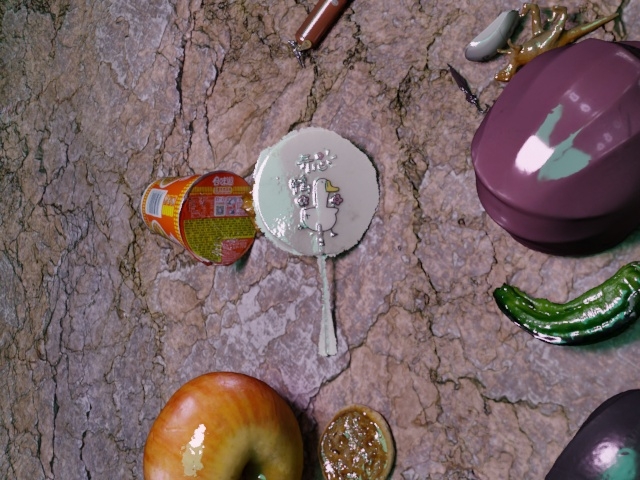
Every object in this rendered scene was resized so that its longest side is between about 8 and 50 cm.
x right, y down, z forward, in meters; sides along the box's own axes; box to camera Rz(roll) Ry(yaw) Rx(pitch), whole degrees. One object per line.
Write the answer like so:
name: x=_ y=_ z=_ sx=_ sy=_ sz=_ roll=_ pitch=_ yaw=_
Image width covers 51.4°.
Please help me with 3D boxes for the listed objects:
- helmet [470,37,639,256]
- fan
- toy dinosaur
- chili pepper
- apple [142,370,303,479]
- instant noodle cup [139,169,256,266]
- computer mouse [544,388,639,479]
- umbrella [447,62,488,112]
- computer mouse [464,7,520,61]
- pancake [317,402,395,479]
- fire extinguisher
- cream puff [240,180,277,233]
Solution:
helmet: x=0.342 y=-0.145 z=0.896 sx=0.338 sy=0.197 sz=0.271 roll=-53 pitch=53 yaw=18
fan: x=0.000 y=0.000 z=1.193 sx=0.233 sy=0.012 sz=0.415 roll=-8 pitch=88 yaw=9
toy dinosaur: x=0.354 y=-0.295 z=1.019 sx=0.162 sy=0.039 sz=0.126 roll=15 pitch=114 yaw=17
chili pepper: x=0.372 y=0.078 z=0.911 sx=0.278 sy=0.065 sz=0.122 roll=-25 pitch=71 yaw=36
apple: x=-0.164 y=0.368 z=1.145 sx=0.233 sy=0.286 sz=0.286 roll=4 pitch=84 yaw=53
instant noodle cup: x=-0.262 y=-0.055 z=1.364 sx=0.212 sy=0.193 sz=0.193 roll=12 pitch=89 yaw=47
computer mouse: x=0.371 y=0.316 z=0.856 sx=0.137 sy=0.086 sz=0.270 roll=34 pitch=103 yaw=37
umbrella: x=0.239 y=-0.253 z=1.107 sx=0.022 sy=0.013 sz=0.122 roll=-38 pitch=59 yaw=12
computer mouse: x=0.281 y=-0.323 z=1.062 sx=0.110 sy=0.056 sz=0.032 roll=-43 pitch=66 yaw=21
pancake: x=0.056 y=0.355 z=1.125 sx=0.158 sy=0.028 sz=0.158 roll=-10 pitch=73 yaw=35
fire extinguisher: x=-0.001 y=-0.425 z=1.303 sx=0.062 sy=0.050 sz=0.177 roll=38 pitch=110 yaw=-4
cream puff: x=-0.103 y=-0.069 z=1.273 sx=0.094 sy=0.116 sz=0.122 roll=6 pitch=70 yaw=26
